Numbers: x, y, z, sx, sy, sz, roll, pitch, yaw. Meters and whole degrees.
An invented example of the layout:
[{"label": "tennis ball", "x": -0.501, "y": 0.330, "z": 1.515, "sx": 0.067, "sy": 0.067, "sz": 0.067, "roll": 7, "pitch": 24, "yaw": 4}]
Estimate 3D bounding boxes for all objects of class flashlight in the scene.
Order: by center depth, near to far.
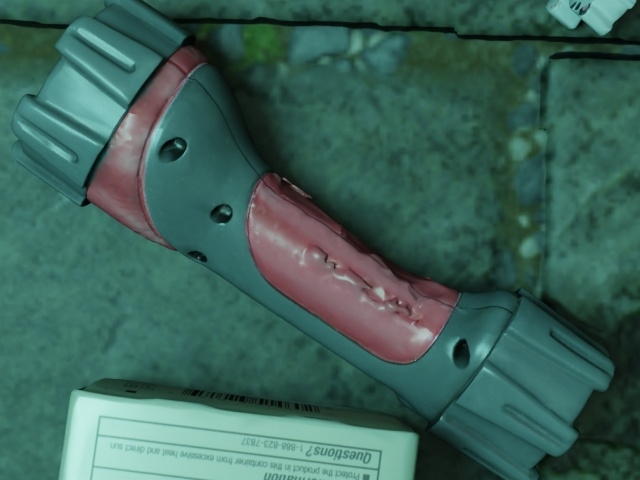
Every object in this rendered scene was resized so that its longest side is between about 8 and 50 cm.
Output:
[{"label": "flashlight", "x": 0.000, "y": 0.000, "z": 0.666, "sx": 0.304, "sy": 0.103, "sz": 0.103, "roll": 33, "pitch": 94, "yaw": 1}]

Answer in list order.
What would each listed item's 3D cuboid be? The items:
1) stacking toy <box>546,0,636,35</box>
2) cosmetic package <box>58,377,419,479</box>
[{"label": "stacking toy", "x": 0.129, "y": -0.232, "z": 0.663, "sx": 0.167, "sy": 0.052, "sz": 0.221, "roll": 35, "pitch": 89, "yaw": -23}, {"label": "cosmetic package", "x": -0.053, "y": 0.227, "z": 0.632, "sx": 0.160, "sy": 0.113, "sz": 0.310, "roll": 8, "pitch": 87, "yaw": -1}]
